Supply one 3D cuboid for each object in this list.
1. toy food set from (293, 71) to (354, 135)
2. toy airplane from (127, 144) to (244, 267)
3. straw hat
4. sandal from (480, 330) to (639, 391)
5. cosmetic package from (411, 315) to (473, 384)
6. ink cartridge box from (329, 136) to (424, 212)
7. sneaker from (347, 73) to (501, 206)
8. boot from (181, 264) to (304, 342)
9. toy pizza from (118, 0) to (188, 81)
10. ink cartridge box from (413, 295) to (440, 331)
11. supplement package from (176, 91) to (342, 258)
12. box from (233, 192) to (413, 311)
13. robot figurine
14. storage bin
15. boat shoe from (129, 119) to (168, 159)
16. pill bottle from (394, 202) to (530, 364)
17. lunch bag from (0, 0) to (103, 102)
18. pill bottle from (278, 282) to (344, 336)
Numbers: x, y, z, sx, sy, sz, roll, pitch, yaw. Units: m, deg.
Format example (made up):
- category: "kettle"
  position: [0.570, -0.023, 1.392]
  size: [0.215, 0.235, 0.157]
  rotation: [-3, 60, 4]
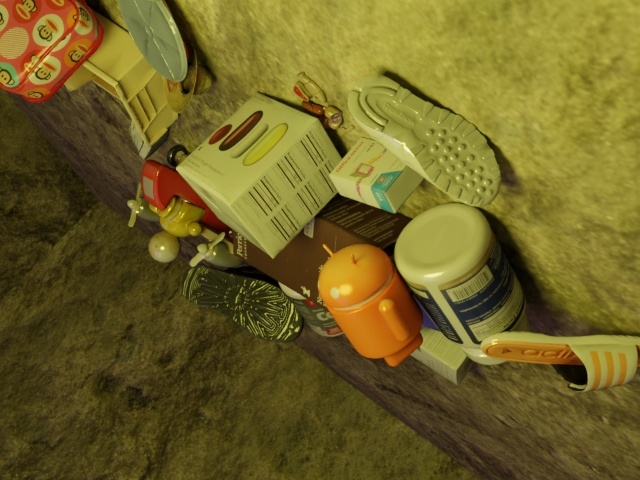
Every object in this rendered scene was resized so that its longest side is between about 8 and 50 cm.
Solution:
- category: "toy food set"
  position: [-0.004, -0.211, 1.046]
  size: [0.122, 0.019, 0.078]
  rotation: [43, 163, -13]
- category: "toy airplane"
  position: [-0.358, -0.041, 1.800]
  size: [0.384, 0.272, 0.386]
  rotation: [42, 163, -10]
- category: "straw hat"
  position: [-0.238, -0.303, 1.227]
  size: [0.061, 0.145, 0.144]
  rotation: [3, -171, -37]
- category: "sandal"
  position: [0.376, 0.191, 0.981]
  size: [0.265, 0.076, 0.102]
  rotation: [1, 150, 7]
- category: "cosmetic package"
  position: [0.247, 0.234, 1.546]
  size: [0.231, 0.085, 0.117]
  rotation: [29, 160, 28]
- category: "ink cartridge box"
  position: [0.087, -0.103, 1.008]
  size: [0.122, 0.088, 0.052]
  rotation: [22, 156, 45]
- category: "sneaker"
  position: [0.139, -0.130, 0.871]
  size: [0.235, 0.090, 0.095]
  rotation: [41, 176, 7]
- category: "boot"
  position: [-0.164, 0.174, 1.948]
  size: [0.367, 0.146, 0.445]
  rotation: [26, -179, 14]
- category: "toy pizza"
  position: [-0.293, -0.380, 1.163]
  size: [0.201, 0.032, 0.201]
  rotation: [40, 153, 26]
- category: "ink cartridge box"
  position: [0.133, 0.126, 1.403]
  size: [0.208, 0.045, 0.206]
  rotation: [17, 154, 49]
- category: "supplement package"
  position: [-0.098, -0.118, 1.130]
  size: [0.194, 0.203, 0.149]
  rotation: [32, 164, 45]
- category: "box"
  position: [0.000, 0.000, 1.260]
  size: [0.381, 0.143, 0.191]
  rotation: [28, 128, 37]
- category: "robot figurine"
  position: [0.077, 0.096, 1.026]
  size: [0.128, 0.158, 0.219]
  rotation: [-21, 118, 23]
- category: "storage bin"
  position: [-0.467, -0.370, 1.448]
  size: [0.262, 0.123, 0.260]
  rotation: [35, 162, 14]
- category: "boat shoe"
  position: [-0.450, -0.288, 1.692]
  size: [0.084, 0.095, 0.258]
  rotation: [44, 156, -5]
- category: "pill bottle"
  position: [0.237, 0.078, 1.046]
  size: [0.153, 0.153, 0.265]
  rotation: [20, 154, 48]
- category: "lunch bag"
  position: [-0.572, -0.446, 1.270]
  size: [0.293, 0.258, 0.120]
  rotation: [48, -173, 14]
- category: "pill bottle"
  position: [-0.009, 0.106, 1.626]
  size: [0.161, 0.161, 0.283]
  rotation: [26, 159, 38]
